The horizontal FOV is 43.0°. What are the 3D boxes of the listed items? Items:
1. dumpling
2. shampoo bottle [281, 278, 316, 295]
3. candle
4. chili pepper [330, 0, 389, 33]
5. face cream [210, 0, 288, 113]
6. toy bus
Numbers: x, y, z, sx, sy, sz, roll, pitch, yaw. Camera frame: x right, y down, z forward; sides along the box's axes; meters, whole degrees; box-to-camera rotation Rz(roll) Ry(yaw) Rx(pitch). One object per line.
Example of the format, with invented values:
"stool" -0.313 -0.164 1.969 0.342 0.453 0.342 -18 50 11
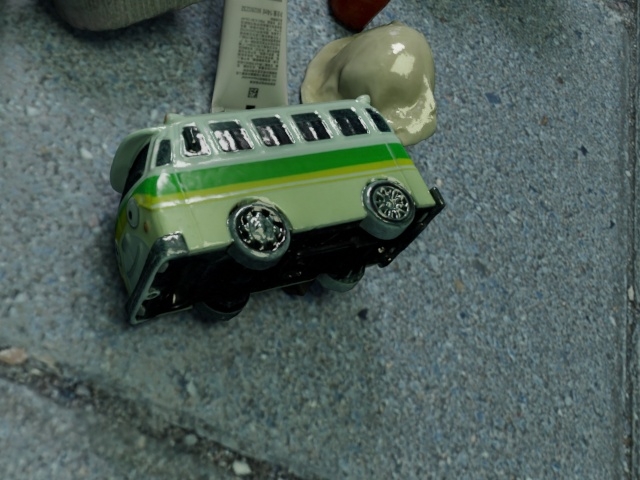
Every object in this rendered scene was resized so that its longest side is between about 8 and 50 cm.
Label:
"dumpling" 0.052 -0.177 0.910 0.155 0.181 0.111 -15 114 -9
"shampoo bottle" 0.000 0.000 0.828 0.048 0.027 0.137 37 52 -4
"candle" -0.172 -0.285 0.786 0.168 0.068 0.192 12 59 4
"chili pepper" 0.058 -0.309 0.956 0.070 0.123 0.073 38 54 -11
"face cream" -0.065 -0.243 0.836 0.092 0.058 0.244 -1 99 -32
"toy bus" -0.049 -0.035 0.725 0.276 0.134 0.165 -10 65 -31
